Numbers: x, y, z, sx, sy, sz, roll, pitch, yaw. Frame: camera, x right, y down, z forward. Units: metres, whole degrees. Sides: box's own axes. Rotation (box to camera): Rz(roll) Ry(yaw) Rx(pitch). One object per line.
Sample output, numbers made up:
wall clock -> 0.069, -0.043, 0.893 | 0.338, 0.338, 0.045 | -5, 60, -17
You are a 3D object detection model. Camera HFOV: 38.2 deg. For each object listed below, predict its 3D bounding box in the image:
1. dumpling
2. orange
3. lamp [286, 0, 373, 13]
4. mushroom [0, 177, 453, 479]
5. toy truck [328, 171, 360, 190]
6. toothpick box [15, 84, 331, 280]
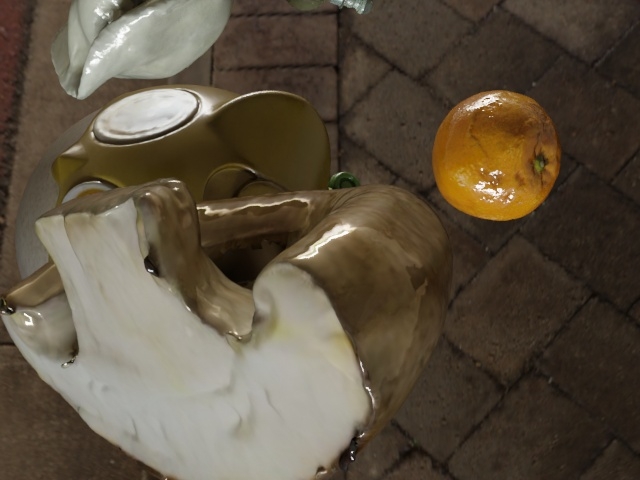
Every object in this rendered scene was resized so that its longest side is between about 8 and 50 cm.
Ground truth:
dumpling -> -0.162, -0.222, 0.865 | 0.250, 0.132, 0.162 | -31, 36, 23
orange -> 0.349, -0.169, 1.840 | 0.261, 0.261, 0.261 | -3, 68, 6
lamp -> 0.014, -0.425, 1.576 | 0.163, 0.091, 0.091 | 17, 69, -15
mushroom -> -0.038, 0.024, 0.457 | 0.286, 0.156, 0.151 | -4, 25, 47
toy truck -> 0.007, -0.017, 1.670 | 0.187, 0.148, 0.210 | -29, 86, -33
toothpick box -> -0.194, -0.015, 1.264 | 0.425, 0.409, 0.409 | -9, 58, 51
